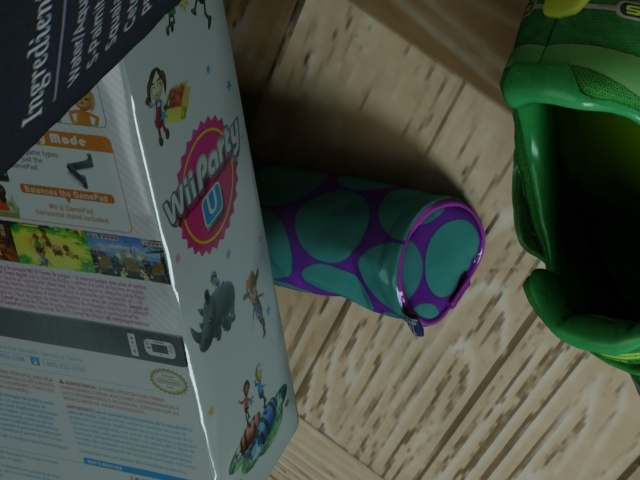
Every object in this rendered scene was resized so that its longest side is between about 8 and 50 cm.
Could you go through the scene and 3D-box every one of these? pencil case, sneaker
[{"bbox_3d":[0.000,0.000,0.931,0.152,0.064,0.070,13,141,36],"label":"pencil case"},{"bbox_3d":[0.131,0.016,0.766,0.109,0.123,0.295,6,134,41],"label":"sneaker"}]

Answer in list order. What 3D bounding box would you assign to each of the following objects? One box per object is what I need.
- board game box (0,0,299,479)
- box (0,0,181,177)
[{"bbox_3d":[-0.144,-0.023,0.889,0.224,0.097,0.303,8,129,24],"label":"board game box"},{"bbox_3d":[-0.141,-0.205,0.528,0.293,0.395,0.212,32,147,11],"label":"box"}]
